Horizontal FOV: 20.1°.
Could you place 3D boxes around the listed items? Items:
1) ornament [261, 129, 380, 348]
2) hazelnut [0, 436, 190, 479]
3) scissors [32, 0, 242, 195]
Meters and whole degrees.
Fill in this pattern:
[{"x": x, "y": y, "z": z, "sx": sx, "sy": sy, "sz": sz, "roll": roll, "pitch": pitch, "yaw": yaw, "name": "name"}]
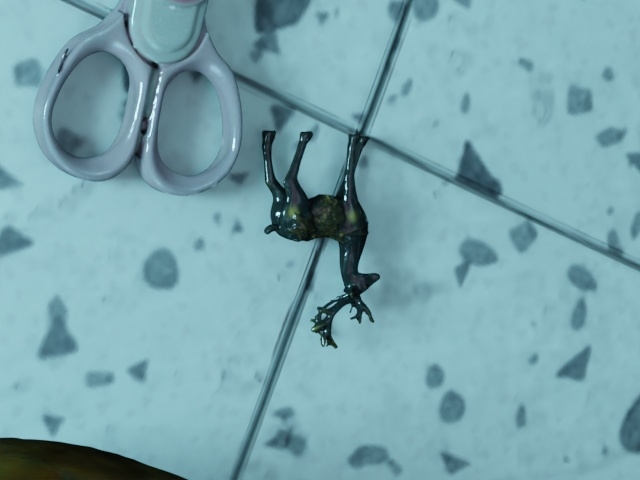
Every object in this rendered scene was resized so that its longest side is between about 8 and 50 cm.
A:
[{"x": 0.000, "y": 0.000, "z": 1.031, "sx": 0.073, "sy": 0.028, "sz": 0.125, "roll": -1, "pitch": 94, "yaw": -30, "name": "ornament"}, {"x": -0.131, "y": 0.260, "z": 0.822, "sx": 0.365, "sy": 0.366, "sz": 0.366, "roll": -3, "pitch": 97, "yaw": -30, "name": "hazelnut"}, {"x": -0.078, "y": -0.146, "z": 0.967, "sx": 0.118, "sy": 0.030, "sz": 0.242, "roll": 11, "pitch": 92, "yaw": -31, "name": "scissors"}]
